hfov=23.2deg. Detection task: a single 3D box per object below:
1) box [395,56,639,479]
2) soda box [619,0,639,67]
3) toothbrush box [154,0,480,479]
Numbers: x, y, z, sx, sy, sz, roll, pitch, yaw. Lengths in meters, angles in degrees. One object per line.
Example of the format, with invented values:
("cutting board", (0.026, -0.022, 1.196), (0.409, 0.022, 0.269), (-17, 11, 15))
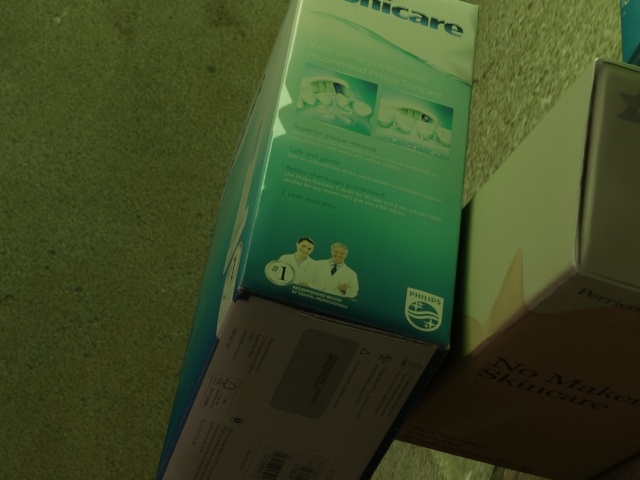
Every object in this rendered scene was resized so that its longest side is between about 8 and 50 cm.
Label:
("box", (0.151, 0.033, 0.879), (0.311, 0.148, 0.121), (122, 161, -65))
("soda box", (0.246, -0.180, 0.892), (0.210, 0.067, 0.071), (116, 165, -50))
("toothbrush box", (0.000, 0.000, 0.991), (0.216, 0.126, 0.295), (115, 168, -46))
